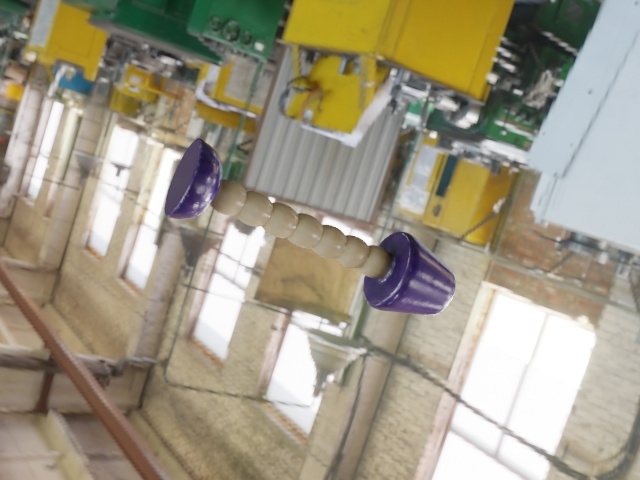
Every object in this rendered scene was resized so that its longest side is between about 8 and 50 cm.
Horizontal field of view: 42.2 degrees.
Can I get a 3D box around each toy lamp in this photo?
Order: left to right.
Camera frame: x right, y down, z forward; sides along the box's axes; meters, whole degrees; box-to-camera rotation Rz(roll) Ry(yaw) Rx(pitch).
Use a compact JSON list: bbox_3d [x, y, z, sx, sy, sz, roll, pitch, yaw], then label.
[{"bbox_3d":[0.000,0.000,0.736,0.275,0.080,0.080,23,-177,-22],"label":"toy lamp"}]
